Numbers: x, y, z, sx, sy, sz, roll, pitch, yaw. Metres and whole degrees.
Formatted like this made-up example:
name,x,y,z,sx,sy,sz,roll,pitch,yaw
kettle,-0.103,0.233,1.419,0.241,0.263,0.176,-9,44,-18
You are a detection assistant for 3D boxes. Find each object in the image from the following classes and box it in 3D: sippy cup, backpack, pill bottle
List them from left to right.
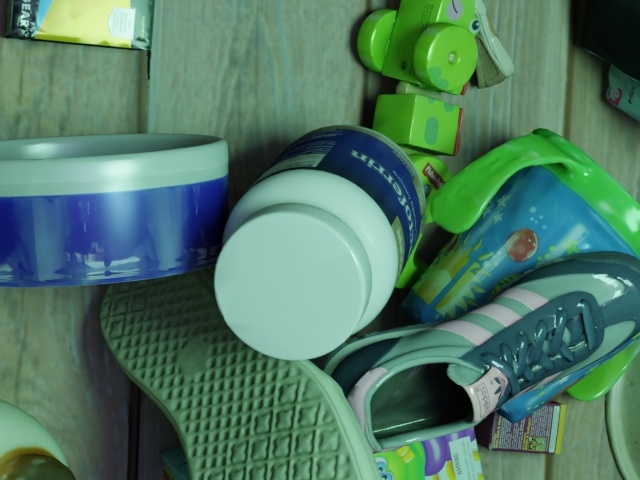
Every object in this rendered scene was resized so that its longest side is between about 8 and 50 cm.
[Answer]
name,x,y,z,sx,sy,sz,roll,pitch,yaw
pill bottle,0.000,0.000,1.422,0.153,0.265,0.153,3,108,11
sippy cup,0.211,0.047,1.606,0.224,0.240,0.305,-43,99,-3
backpack,0.417,-0.203,1.654,0.253,0.225,0.191,-16,122,-22

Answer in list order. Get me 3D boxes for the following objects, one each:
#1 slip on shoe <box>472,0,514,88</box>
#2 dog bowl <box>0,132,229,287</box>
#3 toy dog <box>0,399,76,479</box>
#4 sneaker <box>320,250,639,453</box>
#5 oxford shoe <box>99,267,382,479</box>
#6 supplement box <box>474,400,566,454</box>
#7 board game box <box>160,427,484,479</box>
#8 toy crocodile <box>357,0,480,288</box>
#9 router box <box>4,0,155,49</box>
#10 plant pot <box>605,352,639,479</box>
name,x,y,z,sx,sy,sz,roll,pitch,yaw
slip on shoe,0.147,-0.216,1.651,0.041,0.051,0.135,-31,110,-2
dog bowl,-0.210,-0.031,1.427,0.264,0.265,0.104,-5,98,-19
toy dog,-0.411,0.181,1.401,0.408,0.284,0.395,32,66,-20
sneaker,0.160,0.110,1.445,0.319,0.131,0.112,-23,110,-1
oxford shoe,-0.049,0.164,1.436,0.169,0.449,0.130,-48,135,6
supplement box,0.207,0.190,1.705,0.083,0.043,0.055,7,92,-20
board game box,0.005,0.246,1.588,0.275,0.144,0.142,-15,100,-17
toy crocodile,0.096,-0.122,1.606,0.105,0.115,0.341,9,93,-39
router box,-0.218,-0.270,1.520,0.133,0.046,0.179,3,93,-19
plant pot,0.511,0.181,1.670,0.333,0.305,0.334,-1,94,-19
